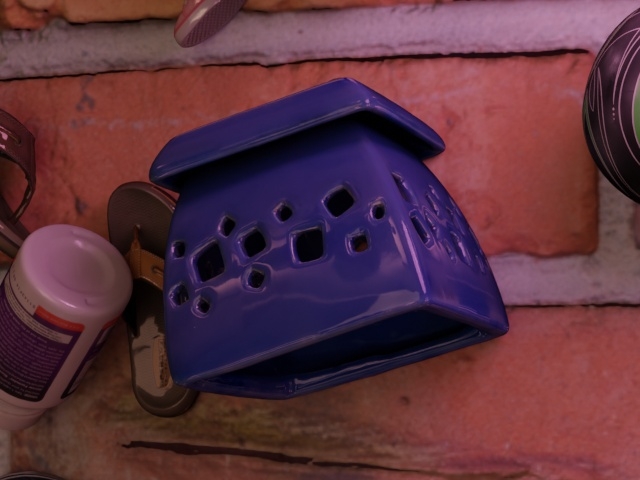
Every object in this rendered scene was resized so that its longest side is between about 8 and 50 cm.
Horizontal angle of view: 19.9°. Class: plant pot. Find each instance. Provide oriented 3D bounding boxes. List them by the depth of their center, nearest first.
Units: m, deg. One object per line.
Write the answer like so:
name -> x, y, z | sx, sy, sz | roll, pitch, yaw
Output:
plant pot -> 0.000, 0.000, 1.529 | 0.236, 0.236, 0.212 | -18, 77, 19

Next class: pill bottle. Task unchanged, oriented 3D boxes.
pill bottle -> -0.254, 0.085, 1.661 | 0.108, 0.108, 0.193 | 46, 129, 15

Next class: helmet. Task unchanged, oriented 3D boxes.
helmet -> 0.288, -0.108, 1.452 | 0.161, 0.169, 0.169 | 41, 104, -1

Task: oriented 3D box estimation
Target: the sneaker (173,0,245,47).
sneaker -> -0.099, -0.242, 1.659 | 0.070, 0.051, 0.134 | 45, 101, 17

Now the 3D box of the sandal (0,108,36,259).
sandal -> -0.321, -0.104, 1.712 | 0.086, 0.120, 0.303 | -28, 80, 4

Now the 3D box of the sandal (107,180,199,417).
sandal -> -0.157, 0.054, 1.673 | 0.090, 0.060, 0.219 | -3, 89, 21

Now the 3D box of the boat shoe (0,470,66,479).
boat shoe -> -0.254, 0.254, 1.697 | 0.183, 0.083, 0.065 | 3, 91, 21
